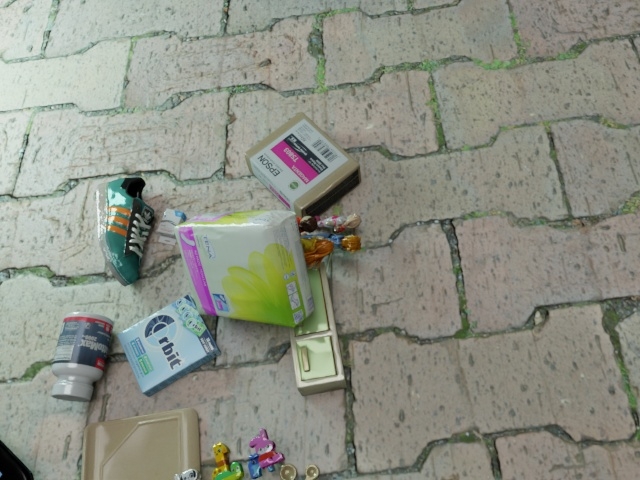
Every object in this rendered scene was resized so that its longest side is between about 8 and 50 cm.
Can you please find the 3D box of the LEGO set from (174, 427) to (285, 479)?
[{"bbox_3d":[-0.182,0.443,1.165,0.227,0.087,0.093,-24,60,1],"label":"LEGO set"}]

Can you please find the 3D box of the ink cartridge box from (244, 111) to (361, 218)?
[{"bbox_3d":[-0.044,-0.184,1.455,0.193,0.088,0.234,-39,67,-14],"label":"ink cartridge box"}]

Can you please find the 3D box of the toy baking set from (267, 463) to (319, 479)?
[{"bbox_3d":[-0.038,0.553,1.121,0.197,0.030,0.256,-41,67,-14],"label":"toy baking set"}]

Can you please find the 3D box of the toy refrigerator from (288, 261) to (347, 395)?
[{"bbox_3d":[-0.016,0.189,1.264,0.102,0.094,0.269,-10,64,1],"label":"toy refrigerator"}]

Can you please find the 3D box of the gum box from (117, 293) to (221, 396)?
[{"bbox_3d":[-0.342,0.234,1.306,0.184,0.041,0.157,-29,64,-9],"label":"gum box"}]

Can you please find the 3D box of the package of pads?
[{"bbox_3d":[-0.162,0.050,1.220,0.296,0.229,0.101,1,21,36],"label":"package of pads"}]

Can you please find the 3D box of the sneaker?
[{"bbox_3d":[-0.468,-0.036,1.417,0.121,0.108,0.302,-19,62,1],"label":"sneaker"}]

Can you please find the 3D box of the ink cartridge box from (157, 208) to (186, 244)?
[{"bbox_3d":[-0.375,-0.034,1.450,0.048,0.028,0.083,11,66,12],"label":"ink cartridge box"}]

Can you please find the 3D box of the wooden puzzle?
[{"bbox_3d":[-0.367,0.474,1.194,0.238,0.044,0.221,-7,63,-2],"label":"wooden puzzle"}]

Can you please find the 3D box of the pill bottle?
[{"bbox_3d":[-0.529,0.258,1.278,0.108,0.108,0.180,0,65,6],"label":"pill bottle"}]

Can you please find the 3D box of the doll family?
[{"bbox_3d":[0.000,0.000,1.295,0.163,0.263,0.118,1,95,38],"label":"doll family"}]

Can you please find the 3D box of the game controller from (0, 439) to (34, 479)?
[{"bbox_3d":[-0.746,0.478,1.216,0.319,0.067,0.166,32,71,20],"label":"game controller"}]
